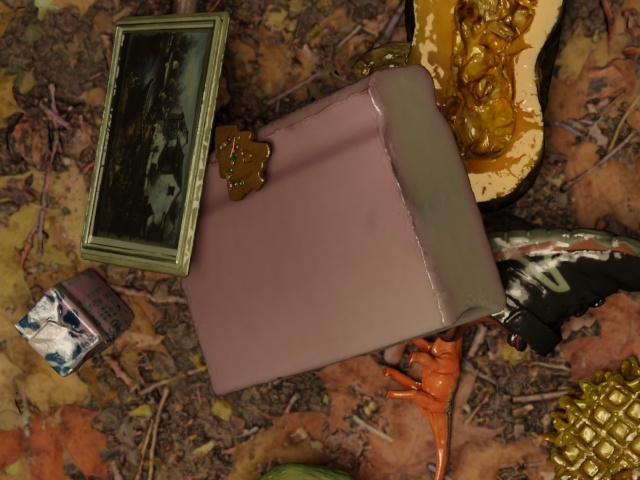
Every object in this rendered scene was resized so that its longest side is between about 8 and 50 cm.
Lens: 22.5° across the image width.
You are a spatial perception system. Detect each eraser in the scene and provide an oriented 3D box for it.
[{"bbox_3d":[0.000,0.000,1.728,0.359,0.122,0.272,-23,84,44],"label":"eraser"}]

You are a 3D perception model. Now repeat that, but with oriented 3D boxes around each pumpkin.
[{"bbox_3d":[0.149,-0.190,1.773,0.221,0.139,0.317,9,94,7],"label":"pumpkin"}]

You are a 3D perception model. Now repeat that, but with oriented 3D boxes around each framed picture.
[{"bbox_3d":[-0.196,-0.114,1.821,0.232,0.019,0.296,6,87,51],"label":"framed picture"}]

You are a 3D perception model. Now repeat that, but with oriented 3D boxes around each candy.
[{"bbox_3d":[-0.279,0.095,1.847,0.073,0.160,0.092,-44,89,11],"label":"candy"}]

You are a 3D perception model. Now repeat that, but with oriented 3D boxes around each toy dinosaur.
[{"bbox_3d":[0.120,0.174,1.822,0.101,0.055,0.280,17,91,-12],"label":"toy dinosaur"}]

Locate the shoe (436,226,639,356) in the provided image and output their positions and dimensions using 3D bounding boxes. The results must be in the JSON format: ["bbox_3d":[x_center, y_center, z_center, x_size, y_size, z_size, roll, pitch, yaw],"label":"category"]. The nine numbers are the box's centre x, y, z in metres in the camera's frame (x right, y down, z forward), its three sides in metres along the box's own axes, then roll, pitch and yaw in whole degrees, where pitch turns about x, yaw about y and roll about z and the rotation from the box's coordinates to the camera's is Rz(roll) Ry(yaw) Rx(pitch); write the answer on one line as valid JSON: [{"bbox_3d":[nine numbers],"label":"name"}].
[{"bbox_3d":[0.243,0.059,1.761,0.291,0.114,0.137,-4,81,11],"label":"shoe"}]

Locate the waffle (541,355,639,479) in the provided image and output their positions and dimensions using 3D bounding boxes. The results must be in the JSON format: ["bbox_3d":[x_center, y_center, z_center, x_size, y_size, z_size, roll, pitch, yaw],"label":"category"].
[{"bbox_3d":[0.348,0.234,1.772,0.193,0.070,0.197,-25,85,9],"label":"waffle"}]

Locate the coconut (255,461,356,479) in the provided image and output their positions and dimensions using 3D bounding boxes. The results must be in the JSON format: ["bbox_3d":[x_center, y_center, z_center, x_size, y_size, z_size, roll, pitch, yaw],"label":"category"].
[{"bbox_3d":[-0.009,0.366,1.778,0.204,0.236,0.236,-22,85,49],"label":"coconut"}]

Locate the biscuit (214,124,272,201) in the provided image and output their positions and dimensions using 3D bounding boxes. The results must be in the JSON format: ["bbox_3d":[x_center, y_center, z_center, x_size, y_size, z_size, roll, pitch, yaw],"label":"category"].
[{"bbox_3d":[-0.086,-0.090,1.700,0.092,0.016,0.082,55,127,24],"label":"biscuit"}]
